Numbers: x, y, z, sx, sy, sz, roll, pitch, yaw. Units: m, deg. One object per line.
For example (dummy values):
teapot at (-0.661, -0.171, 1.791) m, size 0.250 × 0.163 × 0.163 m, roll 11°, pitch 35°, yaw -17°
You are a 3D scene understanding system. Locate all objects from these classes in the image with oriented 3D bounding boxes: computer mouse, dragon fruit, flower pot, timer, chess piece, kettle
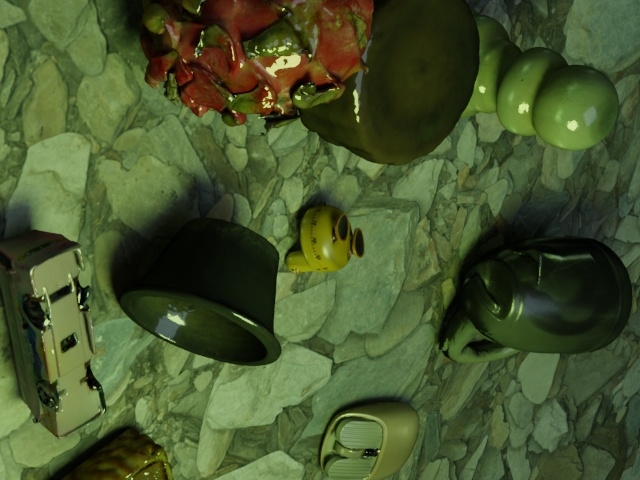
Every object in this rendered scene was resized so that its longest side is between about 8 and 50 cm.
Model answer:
computer mouse at (0.097, 0.363, 2.343) m, size 0.236 × 0.082 × 0.145 m, roll 3°, pitch 109°, yaw -50°
dragon fruit at (-0.091, -0.277, 1.639) m, size 0.291 × 0.250 × 0.269 m, roll -12°, pitch 116°, yaw -27°
flower pot at (-0.145, 0.061, 1.814) m, size 0.235 × 0.235 × 0.148 m, roll 47°, pitch 55°, yaw -50°
timer at (0.000, 0.000, 2.032) m, size 0.107 × 0.109 × 0.107 m, roll 21°, pitch 66°, yaw -59°
chess piece at (0.307, -0.241, 2.030) m, size 0.182 × 0.330 × 0.182 m, roll -28°, pitch 131°, yaw -37°
kettle at (0.368, 0.126, 2.438) m, size 0.324 × 0.228 × 0.321 m, roll 3°, pitch 140°, yaw -44°

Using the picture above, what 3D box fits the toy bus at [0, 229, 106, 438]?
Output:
toy bus at (-0.347, 0.117, 1.671) m, size 0.090 × 0.112 × 0.274 m, roll -28°, pitch 130°, yaw -36°

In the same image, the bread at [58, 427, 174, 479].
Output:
bread at (-0.309, 0.393, 1.888) m, size 0.222 × 0.096 × 0.181 m, roll -37°, pitch 135°, yaw -32°

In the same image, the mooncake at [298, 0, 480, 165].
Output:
mooncake at (0.095, -0.259, 1.915) m, size 0.290 × 0.161 × 0.290 m, roll -24°, pitch 126°, yaw -39°
